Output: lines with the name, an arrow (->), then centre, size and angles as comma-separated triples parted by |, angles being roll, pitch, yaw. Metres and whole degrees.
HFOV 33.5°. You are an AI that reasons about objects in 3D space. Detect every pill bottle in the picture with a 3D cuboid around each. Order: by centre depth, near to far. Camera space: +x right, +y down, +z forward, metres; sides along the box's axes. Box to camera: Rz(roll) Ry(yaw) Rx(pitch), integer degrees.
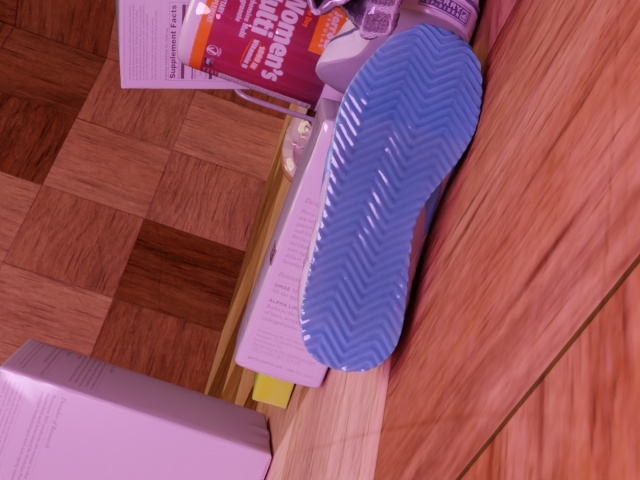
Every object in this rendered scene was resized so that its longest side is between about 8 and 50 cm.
pill bottle -> -0.021, -0.197, 1.055 | 0.121, 0.221, 0.121 | -161, 90, -84

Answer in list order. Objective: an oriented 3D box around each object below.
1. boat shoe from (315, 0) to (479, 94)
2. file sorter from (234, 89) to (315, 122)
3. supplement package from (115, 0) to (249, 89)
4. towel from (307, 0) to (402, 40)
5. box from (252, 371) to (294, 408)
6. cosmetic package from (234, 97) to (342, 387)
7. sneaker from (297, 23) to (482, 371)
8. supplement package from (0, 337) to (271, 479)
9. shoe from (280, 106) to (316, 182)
boat shoe -> 0.070, -0.174, 0.864 | 0.084, 0.095, 0.258 | -69, 16, -11
file sorter -> 0.008, -0.272, 1.264 | 0.277, 0.173, 0.192 | 130, 157, -73
supplement package -> -0.162, -0.310, 1.222 | 0.262, 0.145, 0.204 | -111, 23, -61
towel -> 0.042, -0.280, 0.722 | 0.235, 0.121, 0.283 | -56, 14, 24
box -> -0.027, 0.078, 1.140 | 0.109, 0.042, 0.178 | -96, 24, -75
cosmetic package -> 0.000, 0.000, 0.935 | 0.117, 0.086, 0.231 | -93, 21, -73
sneaker -> 0.036, -0.030, 0.690 | 0.092, 0.087, 0.228 | 158, 133, -85
supplement package -> -0.219, 0.245, 1.159 | 0.177, 0.293, 0.175 | -136, 65, -84
shoe -> -0.004, -0.176, 1.538 | 0.058, 0.077, 0.219 | 109, 179, -60
